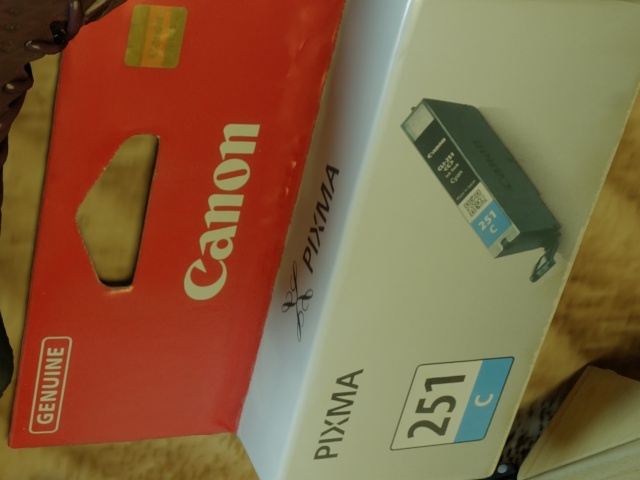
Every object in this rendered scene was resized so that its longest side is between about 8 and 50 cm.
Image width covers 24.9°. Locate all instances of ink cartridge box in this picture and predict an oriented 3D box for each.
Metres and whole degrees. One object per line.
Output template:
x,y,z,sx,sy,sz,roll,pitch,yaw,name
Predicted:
0.000,0.000,0.694,0.261,0.066,0.296,-2,125,-25,ink cartridge box

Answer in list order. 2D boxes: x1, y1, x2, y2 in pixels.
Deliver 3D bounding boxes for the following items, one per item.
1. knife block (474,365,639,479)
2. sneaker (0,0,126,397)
0.157,0.202,0.811,0.242,0.276,0.088,-54,135,-20,knife block
-0.122,-0.058,0.570,0.162,0.106,0.281,-21,130,-13,sneaker
